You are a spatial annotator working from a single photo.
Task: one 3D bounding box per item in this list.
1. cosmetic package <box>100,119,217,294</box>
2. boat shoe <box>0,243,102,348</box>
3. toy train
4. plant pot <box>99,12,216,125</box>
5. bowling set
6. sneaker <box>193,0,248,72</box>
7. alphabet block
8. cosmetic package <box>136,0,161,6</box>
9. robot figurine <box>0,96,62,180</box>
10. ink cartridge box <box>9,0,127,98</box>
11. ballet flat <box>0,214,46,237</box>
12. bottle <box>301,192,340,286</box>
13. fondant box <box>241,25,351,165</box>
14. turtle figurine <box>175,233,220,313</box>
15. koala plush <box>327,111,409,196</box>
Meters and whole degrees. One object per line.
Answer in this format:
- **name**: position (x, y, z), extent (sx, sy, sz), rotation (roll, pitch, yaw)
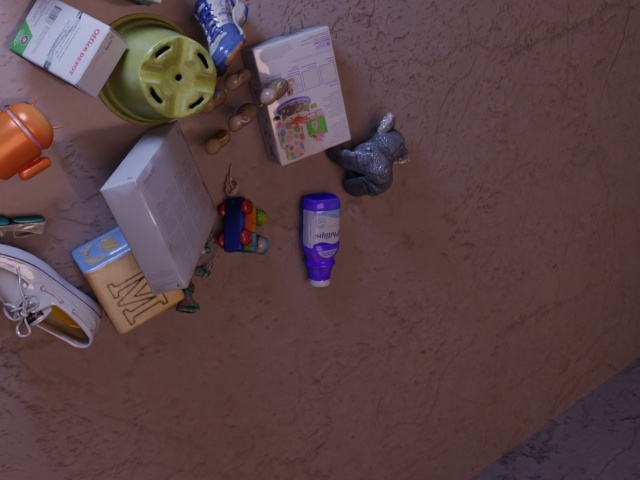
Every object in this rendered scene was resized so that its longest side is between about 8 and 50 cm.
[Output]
- **cosmetic package**: position (-0.375, -0.091, 1.636), extent (0.097, 0.377, 0.284), rotation (-12, 118, 10)
- **boat shoe**: position (-0.695, 0.159, 1.627), extent (0.136, 0.156, 0.367), rotation (-29, 129, 18)
- **toy train**: position (-0.206, -0.083, 1.909), extent (0.143, 0.105, 0.248), rotation (17, 70, -53)
- **plant pot**: position (-0.376, -0.394, 1.595), extent (0.276, 0.254, 0.276), rotation (-11, 112, -28)
- **bowling set**: position (-0.244, -0.365, 1.719), extent (0.287, 0.154, 0.200), rotation (-40, 102, 24)
- **sneaker**: position (-0.257, -0.519, 1.635), extent (0.131, 0.296, 0.112), rotation (32, 121, -30)
- **alphabet block**: position (-0.494, 0.088, 1.725), extent (0.193, 0.192, 0.197), rotation (-30, 118, -18)
- **cosmetic package**: position (-0.517, -0.656, 1.458), extent (0.365, 0.197, 0.155), rotation (15, 97, -36)
- **robot figurine**: position (-0.704, -0.224, 1.529), extent (0.219, 0.158, 0.128), rotation (-43, 163, -13)
- **ink cartridge box**: position (-0.559, -0.432, 1.495), extent (0.153, 0.208, 0.087), rotation (-59, 163, -2)
- **ballet flat**: position (-0.746, -0.031, 1.612), extent (0.168, 0.057, 0.052), rotation (0, 115, -31)
- **bottle**: position (0.000, 0.000, 2.055), extent (0.118, 0.092, 0.283), rotation (-9, 110, -30)
- **fondant box**: position (-0.063, -0.405, 1.881), extent (0.238, 0.096, 0.330), rotation (-24, 116, -23)
- **turtle figurine**: position (-0.351, 0.076, 1.850), extent (0.118, 0.175, 0.234), rotation (6, 73, 0)
- **koala plush**: position (0.179, -0.260, 2.035), extent (0.221, 0.203, 0.196), rotation (-45, 125, -26)
